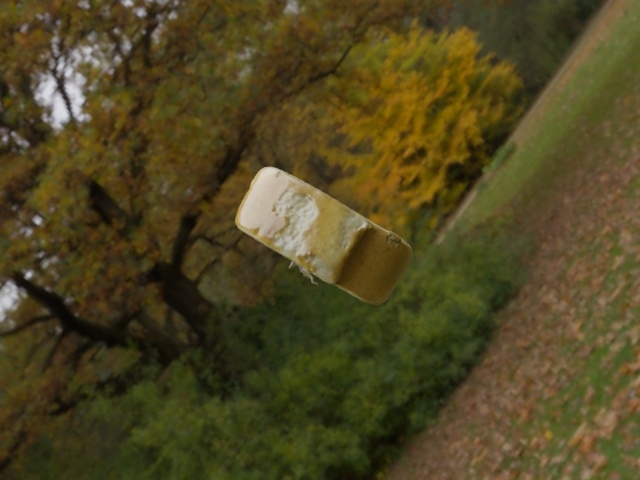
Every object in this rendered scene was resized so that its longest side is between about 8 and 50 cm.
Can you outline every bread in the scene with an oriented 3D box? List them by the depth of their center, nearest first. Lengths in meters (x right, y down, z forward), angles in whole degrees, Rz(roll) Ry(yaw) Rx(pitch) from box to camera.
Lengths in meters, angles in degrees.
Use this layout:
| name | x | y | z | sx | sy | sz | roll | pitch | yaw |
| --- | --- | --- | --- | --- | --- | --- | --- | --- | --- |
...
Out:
| name | x | y | z | sx | sy | sz | roll | pitch | yaw |
| --- | --- | --- | --- | --- | --- | --- | --- | --- | --- |
| bread | 0.000 | 0.000 | 0.856 | 0.073 | 0.149 | 0.122 | -60 | -6 | -1 |
